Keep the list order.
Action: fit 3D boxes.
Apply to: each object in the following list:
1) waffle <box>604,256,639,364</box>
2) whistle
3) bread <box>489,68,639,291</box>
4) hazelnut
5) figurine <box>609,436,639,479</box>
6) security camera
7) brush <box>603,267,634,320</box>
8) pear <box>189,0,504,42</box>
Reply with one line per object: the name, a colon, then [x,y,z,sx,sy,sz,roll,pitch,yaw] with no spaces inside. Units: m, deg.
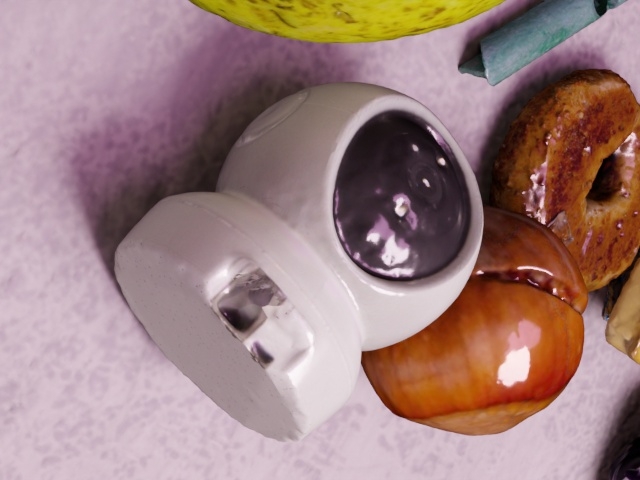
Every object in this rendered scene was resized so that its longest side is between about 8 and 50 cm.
waffle: [0.350,0.043,1.624,0.274,0.057,0.168,20,99,-53]
whistle: [0.187,-0.175,1.459,0.186,0.039,0.039,-33,125,-23]
bread: [0.207,-0.045,1.514,0.193,0.064,0.193,-15,113,-38]
hazelnut: [0.118,0.059,1.421,0.182,0.182,0.182,-15,116,-33]
figurine: [0.314,0.242,1.664,0.145,0.145,0.222,-18,119,-31]
security camera: [0.000,0.000,1.292,0.236,0.194,0.194,-41,128,-22]
brush: [0.313,0.041,1.659,0.164,0.014,0.051,-12,116,-35]
pear: [0.045,-0.301,1.098,0.391,0.391,0.391,-15,116,-33]
